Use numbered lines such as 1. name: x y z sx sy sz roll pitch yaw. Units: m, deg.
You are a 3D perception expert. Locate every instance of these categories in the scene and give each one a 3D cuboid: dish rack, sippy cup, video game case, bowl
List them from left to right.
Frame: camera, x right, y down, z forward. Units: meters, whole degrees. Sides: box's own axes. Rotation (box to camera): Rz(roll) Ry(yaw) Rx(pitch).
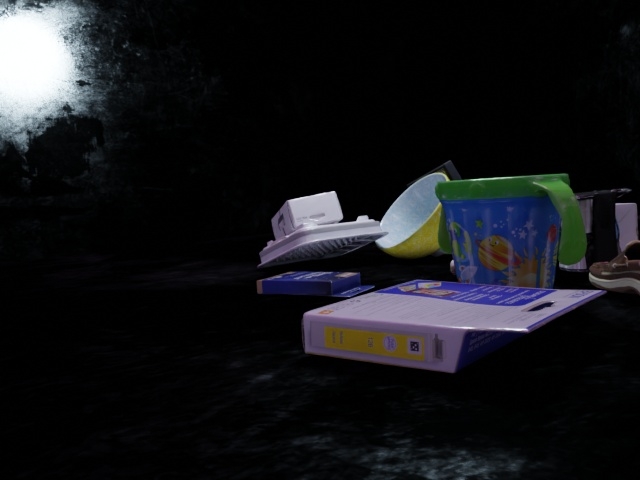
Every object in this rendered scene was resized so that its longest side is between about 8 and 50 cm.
1. dish rack: 0.000 0.000 1.876 0.332 0.072 0.285 -8 -10 -38
2. bowl: 0.317 -0.042 1.911 0.156 0.289 0.289 40 -10 -17
3. video game case: 0.398 -0.105 2.025 0.035 0.248 0.275 -31 1 -18
4. sippy cup: 0.336 -0.005 1.184 0.240 0.224 0.305 -3 4 11

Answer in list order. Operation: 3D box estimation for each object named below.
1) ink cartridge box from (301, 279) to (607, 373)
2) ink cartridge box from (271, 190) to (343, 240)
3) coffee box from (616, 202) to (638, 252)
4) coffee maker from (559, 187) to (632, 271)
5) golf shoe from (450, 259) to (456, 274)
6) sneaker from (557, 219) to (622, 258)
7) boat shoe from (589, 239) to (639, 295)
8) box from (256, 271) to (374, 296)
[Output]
1. ink cartridge box: 0.188 0.109 0.876 0.307 0.072 0.303 3 7 39
2. ink cartridge box: -0.045 -0.064 1.932 0.158 0.092 0.218 -13 -7 -19
3. coffee box: 0.765 -0.034 1.759 0.098 0.141 0.246 -4 5 3
4. coffee maker: 0.626 -0.022 1.465 0.171 0.178 0.120 -5 6 12
5. golf shoe: 0.365 0.036 1.502 0.186 0.086 0.067 -8 -4 -38
6. sneaker: 0.585 -0.014 1.656 0.340 0.140 0.125 -3 6 27
7. boat shoe: 0.576 0.046 1.163 0.095 0.095 0.257 -4 4 -10
8. box: -0.008 0.094 1.409 0.225 0.037 0.136 0 6 29
